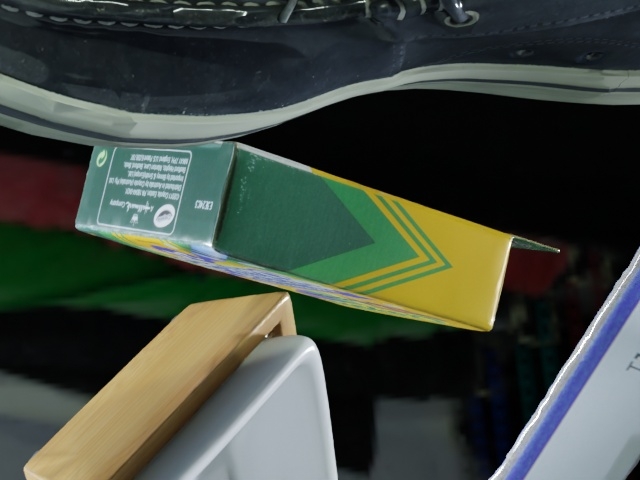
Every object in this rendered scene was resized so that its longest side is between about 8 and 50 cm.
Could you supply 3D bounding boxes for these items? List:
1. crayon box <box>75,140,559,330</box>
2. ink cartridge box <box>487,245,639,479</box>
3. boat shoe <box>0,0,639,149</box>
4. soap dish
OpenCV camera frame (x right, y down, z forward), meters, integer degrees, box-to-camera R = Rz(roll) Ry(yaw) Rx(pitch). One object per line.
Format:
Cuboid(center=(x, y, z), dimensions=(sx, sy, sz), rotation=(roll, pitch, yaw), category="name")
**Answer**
Cuboid(center=(0.000, 0.000, 1.341), dimensions=(0.323, 0.083, 0.203), rotation=(16, -5, -36), category="crayon box")
Cuboid(center=(0.191, 0.115, 0.520), dimensions=(0.307, 0.072, 0.304), rotation=(25, -59, -4), category="ink cartridge box")
Cuboid(center=(0.018, -0.151, 0.776), dimensions=(0.500, 0.187, 0.156), rotation=(-3, -35, -26), category="boat shoe")
Cuboid(center=(-0.090, 0.202, 1.228), dimensions=(0.118, 0.229, 0.291), rotation=(19, -43, 29), category="soap dish")
